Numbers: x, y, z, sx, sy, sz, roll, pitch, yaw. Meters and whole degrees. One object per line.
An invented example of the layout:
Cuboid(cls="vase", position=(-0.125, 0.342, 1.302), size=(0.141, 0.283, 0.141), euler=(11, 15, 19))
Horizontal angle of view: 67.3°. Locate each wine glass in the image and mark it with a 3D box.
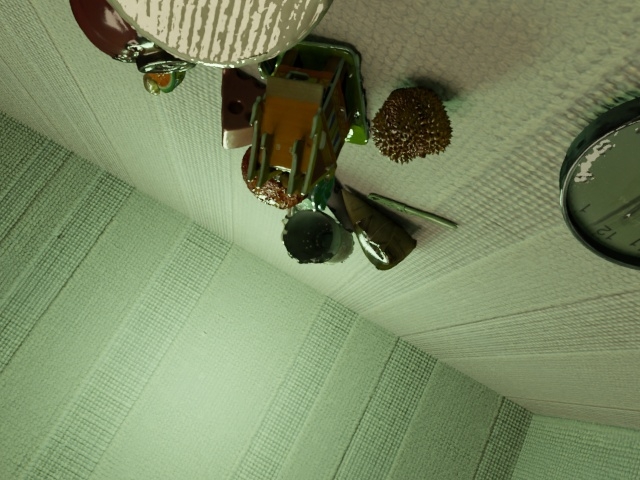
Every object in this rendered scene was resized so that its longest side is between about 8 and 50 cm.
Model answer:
Cuboid(cls="wine glass", position=(-0.001, -0.005, 1.698), size=(0.190, 0.191, 0.357), euler=(24, -176, 15))

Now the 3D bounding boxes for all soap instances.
Cuboid(cls="soap", position=(-0.053, -0.146, 1.722), size=(0.119, 0.067, 0.198), euler=(36, 162, -13))

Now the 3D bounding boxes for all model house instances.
Cuboid(cls="model house", position=(-0.055, -0.218, 1.096), size=(0.242, 0.313, 0.358), euler=(18, 161, 16))

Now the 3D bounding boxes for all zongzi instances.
Cuboid(cls="zongzi", position=(0.167, -0.034, 1.635), size=(0.300, 0.145, 0.274), euler=(46, 170, 7))

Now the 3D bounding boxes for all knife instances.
Cuboid(cls="knife", position=(0.274, -0.087, 1.454), size=(0.292, 0.020, 0.043), euler=(23, 163, 20))

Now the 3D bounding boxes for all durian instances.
Cuboid(cls="durian", position=(0.179, -0.230, 0.967), size=(0.158, 0.168, 0.137), euler=(-21, 158, 17))

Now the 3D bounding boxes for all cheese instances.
Cuboid(cls="cheese", position=(-0.176, -0.351, 1.289), size=(0.176, 0.203, 0.128), euler=(1, 163, -13))

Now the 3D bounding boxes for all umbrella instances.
Cuboid(cls="umbrella", position=(0.047, -0.135, 1.584), size=(0.067, 0.073, 0.337), euler=(21, 161, 40))

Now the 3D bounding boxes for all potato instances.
Cuboid(cls="potato", position=(-0.546, -0.500, 1.545), size=(0.046, 0.045, 0.092), euler=(-8, 163, -2))

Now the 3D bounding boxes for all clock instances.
Cuboid(cls="clock", position=(0.554, -0.080, 0.768), size=(0.318, 0.066, 0.319), euler=(18, 138, 17))

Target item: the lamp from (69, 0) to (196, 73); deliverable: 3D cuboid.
Cuboid(cls="lamp", position=(-0.318, -0.461, 0.922), size=(0.302, 0.257, 0.303), euler=(-7, -172, 1))

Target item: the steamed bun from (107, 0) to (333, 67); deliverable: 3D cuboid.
Cuboid(cls="steamed bun", position=(-0.141, -0.447, 0.673), size=(0.373, 0.242, 0.375), euler=(0, 138, 0))

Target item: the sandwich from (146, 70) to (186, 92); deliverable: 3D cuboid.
Cuboid(cls="sandwich", position=(-0.432, -0.496, 1.325), size=(0.159, 0.079, 0.235), euler=(32, 162, 3))

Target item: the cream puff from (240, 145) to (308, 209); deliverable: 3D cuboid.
Cuboid(cls="cream puff", position=(-0.146, -0.193, 1.502), size=(0.240, 0.164, 0.240), euler=(43, 176, 3))

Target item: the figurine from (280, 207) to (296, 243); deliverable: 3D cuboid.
Cuboid(cls="figurine", position=(-0.106, -0.064, 1.782), size=(0.081, 0.146, 0.098), euler=(12, -168, 12))
